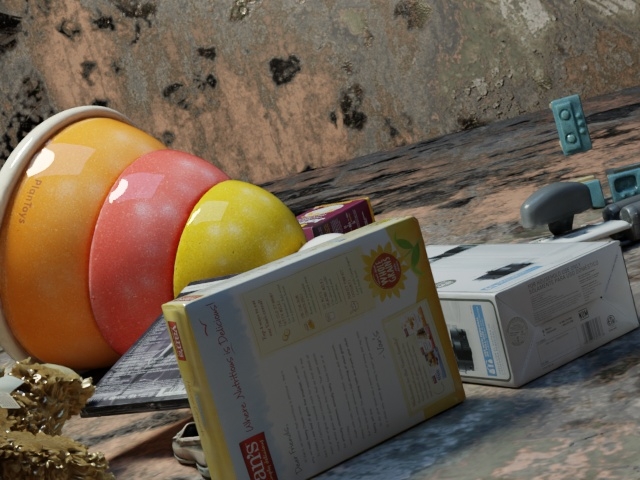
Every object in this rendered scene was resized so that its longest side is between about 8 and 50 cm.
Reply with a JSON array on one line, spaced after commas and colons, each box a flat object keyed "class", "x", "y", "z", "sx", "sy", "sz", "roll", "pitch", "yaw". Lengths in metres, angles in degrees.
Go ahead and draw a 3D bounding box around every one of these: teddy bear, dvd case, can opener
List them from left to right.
[{"class": "teddy bear", "x": -0.307, "y": 0.187, "z": 1.119, "sx": 0.245, "sy": 0.113, "sz": 0.338, "roll": 9, "pitch": 19, "yaw": -18}, {"class": "dvd case", "x": -0.124, "y": 0.098, "z": 1.293, "sx": 0.165, "sy": 0.018, "sz": 0.221, "roll": -11, "pitch": 27, "yaw": 36}, {"class": "can opener", "x": 0.376, "y": -0.049, "z": 1.580, "sx": 0.283, "sy": 0.095, "sz": 0.076, "roll": -19, "pitch": 10, "yaw": -19}]

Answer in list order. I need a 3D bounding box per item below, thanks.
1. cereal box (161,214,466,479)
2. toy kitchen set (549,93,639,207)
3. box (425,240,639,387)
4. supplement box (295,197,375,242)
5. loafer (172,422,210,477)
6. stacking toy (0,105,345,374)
[{"class": "cereal box", "x": 0.000, "y": 0.094, "z": 1.069, "sx": 0.240, "sy": 0.173, "sz": 0.047, "roll": -20, "pitch": 10, "yaw": -32}, {"class": "toy kitchen set", "x": 0.445, "y": -0.143, "z": 1.825, "sx": 0.207, "sy": 0.166, "sz": 0.122, "roll": -15, "pitch": 8, "yaw": 6}, {"class": "box", "x": 0.145, "y": 0.066, "z": 1.277, "sx": 0.169, "sy": 0.087, "sz": 0.290, "roll": -20, "pitch": 10, "yaw": -31}, {"class": "supplement box", "x": 0.000, "y": 0.000, "z": 1.987, "sx": 0.104, "sy": 0.080, "sz": 0.188, "roll": -10, "pitch": 10, "yaw": 32}, {"class": "loafer", "x": -0.105, "y": 0.178, "z": 1.159, "sx": 0.045, "sy": 0.039, "sz": 0.125, "roll": -19, "pitch": 9, "yaw": -19}, {"class": "stacking toy", "x": -0.135, "y": 0.037, "z": 1.558, "sx": 0.480, "sy": 0.350, "sz": 0.351, "roll": 11, "pitch": 21, "yaw": 28}]
